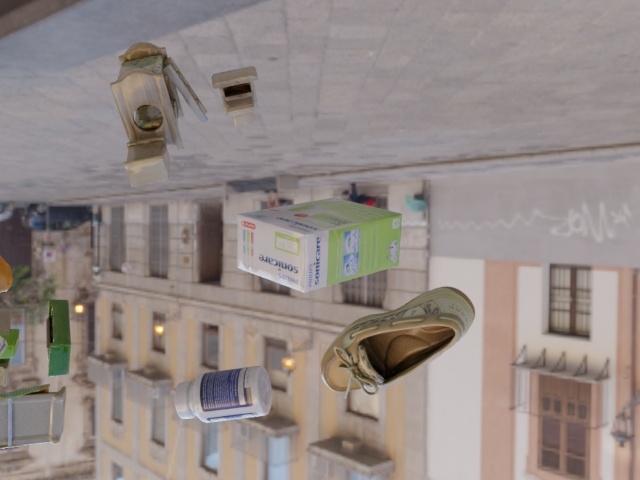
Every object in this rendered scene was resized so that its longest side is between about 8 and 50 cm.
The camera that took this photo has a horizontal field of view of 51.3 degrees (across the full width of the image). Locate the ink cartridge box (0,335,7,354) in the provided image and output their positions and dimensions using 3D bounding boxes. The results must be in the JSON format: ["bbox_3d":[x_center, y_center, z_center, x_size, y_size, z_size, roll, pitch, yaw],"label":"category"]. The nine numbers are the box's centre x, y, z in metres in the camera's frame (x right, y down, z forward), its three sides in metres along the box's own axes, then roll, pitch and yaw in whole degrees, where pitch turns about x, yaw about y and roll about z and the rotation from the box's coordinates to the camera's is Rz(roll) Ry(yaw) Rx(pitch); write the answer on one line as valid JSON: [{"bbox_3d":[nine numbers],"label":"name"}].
[{"bbox_3d":[-0.559,0.135,0.624,0.395,0.285,0.166,-33,-162,10],"label":"ink cartridge box"}]

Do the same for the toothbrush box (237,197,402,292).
[{"bbox_3d":[0.000,0.000,1.372,0.283,0.122,0.206,-14,-158,-42],"label":"toothbrush box"}]

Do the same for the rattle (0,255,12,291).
[{"bbox_3d":[-0.488,-0.010,0.854,0.200,0.130,0.143,-2,157,42],"label":"rattle"}]

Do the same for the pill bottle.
[{"bbox_3d":[-0.131,0.209,0.902,0.120,0.067,0.067,-9,179,11],"label":"pill bottle"}]

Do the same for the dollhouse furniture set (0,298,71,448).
[{"bbox_3d":[-0.652,0.292,1.436,0.198,0.301,0.151,1,-149,-25],"label":"dollhouse furniture set"}]

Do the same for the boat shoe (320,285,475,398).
[{"bbox_3d":[0.099,0.163,1.008,0.285,0.104,0.089,-38,-175,31],"label":"boat shoe"}]

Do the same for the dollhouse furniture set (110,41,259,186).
[{"bbox_3d":[-0.145,-0.161,0.757,0.161,0.101,0.182,-13,-147,-4],"label":"dollhouse furniture set"}]
